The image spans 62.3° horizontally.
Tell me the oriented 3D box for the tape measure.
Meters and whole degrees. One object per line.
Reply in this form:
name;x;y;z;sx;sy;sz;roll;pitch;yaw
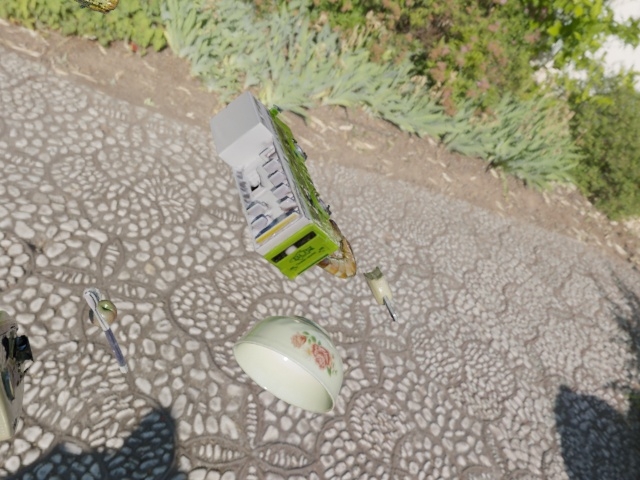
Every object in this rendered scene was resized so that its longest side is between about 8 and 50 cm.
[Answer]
tape measure;-0.637;0.223;1.007;0.133;0.271;0.231;-8;35;-17

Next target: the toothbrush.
toothbrush;-0.447;0.196;1.120;0.024;0.288;0.026;19;47;18

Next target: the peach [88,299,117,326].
peach;-0.645;0.217;1.569;0.083;0.083;0.083;21;38;-17

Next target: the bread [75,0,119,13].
bread;-0.337;-0.412;0.798;0.069;0.128;0.140;10;13;-40

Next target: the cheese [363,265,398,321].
cheese;0.152;0.127;1.318;0.171;0.047;0.092;-112;176;-64

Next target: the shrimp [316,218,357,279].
shrimp;0.002;-0.002;1.104;0.195;0.035;0.148;32;40;-29

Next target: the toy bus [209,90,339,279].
toy bus;-0.075;-0.095;0.830;0.139;0.113;0.302;38;23;-48

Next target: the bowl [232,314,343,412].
bowl;-0.060;0.274;1.263;0.277;0.277;0.145;34;59;0
